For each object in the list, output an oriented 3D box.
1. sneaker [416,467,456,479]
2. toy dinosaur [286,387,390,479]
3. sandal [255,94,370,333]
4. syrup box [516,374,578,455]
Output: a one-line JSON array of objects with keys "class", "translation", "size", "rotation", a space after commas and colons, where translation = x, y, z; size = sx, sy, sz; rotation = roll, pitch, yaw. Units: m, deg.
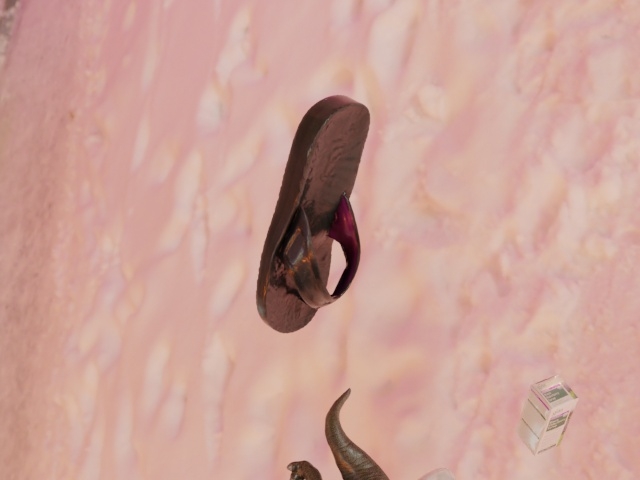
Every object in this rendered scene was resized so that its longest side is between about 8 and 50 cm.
[{"class": "sneaker", "translation": [0.141, 0.467, 1.186], "size": [0.212, 0.080, 0.094], "rotation": [-37, 13, -18]}, {"class": "toy dinosaur", "translation": [0.029, 0.323, 0.716], "size": [0.160, 0.121, 0.314], "rotation": [3, 62, 30]}, {"class": "sandal", "translation": [-0.001, 0.000, 1.044], "size": [0.107, 0.167, 0.446], "rotation": [36, 134, 27]}, {"class": "syrup box", "translation": [0.644, 0.501, 1.944], "size": [0.096, 0.093, 0.237], "rotation": [-125, 26, -42]}]
